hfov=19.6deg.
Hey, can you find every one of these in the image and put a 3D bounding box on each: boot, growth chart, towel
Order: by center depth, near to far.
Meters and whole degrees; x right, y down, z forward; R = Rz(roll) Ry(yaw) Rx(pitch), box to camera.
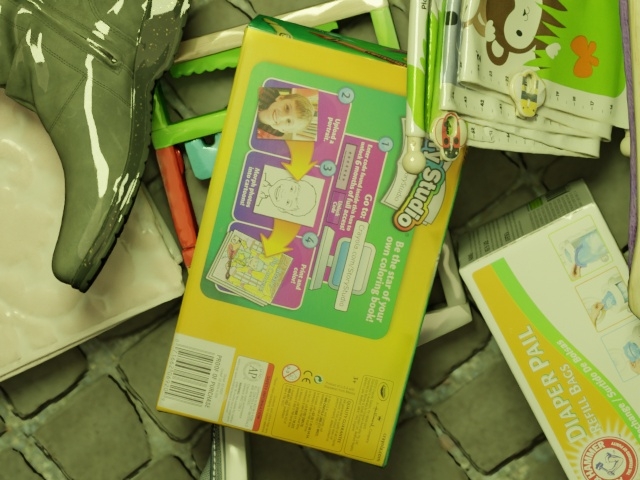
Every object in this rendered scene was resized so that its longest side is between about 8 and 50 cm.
[{"bbox_3d":[0.141,-0.131,1.226,0.237,0.021,0.172,-3,92,-38],"label":"growth chart"},{"bbox_3d":[-0.189,-0.099,1.257,0.161,0.083,0.246,16,84,-7],"label":"boot"},{"bbox_3d":[-0.301,-0.047,1.336,0.317,0.053,0.332,-24,98,7],"label":"towel"},{"bbox_3d":[-0.094,0.216,1.359,0.086,0.069,0.190,1,102,1],"label":"boot"}]

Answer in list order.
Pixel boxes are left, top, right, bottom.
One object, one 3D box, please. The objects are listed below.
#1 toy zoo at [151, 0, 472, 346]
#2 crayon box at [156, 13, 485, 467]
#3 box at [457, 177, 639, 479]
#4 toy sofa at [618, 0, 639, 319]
[{"bbox_3d":[-0.007,-0.016,1.332,0.192,0.030,0.293,-14,99,6],"label":"toy zoo"},{"bbox_3d":[0.000,0.000,1.277,0.165,0.081,0.278,14,100,0],"label":"crayon box"},{"bbox_3d":[0.187,0.074,1.294,0.103,0.114,0.203,-27,98,8],"label":"box"},{"bbox_3d":[0.274,-0.122,1.226,0.177,0.150,0.363,-5,96,4],"label":"toy sofa"}]
